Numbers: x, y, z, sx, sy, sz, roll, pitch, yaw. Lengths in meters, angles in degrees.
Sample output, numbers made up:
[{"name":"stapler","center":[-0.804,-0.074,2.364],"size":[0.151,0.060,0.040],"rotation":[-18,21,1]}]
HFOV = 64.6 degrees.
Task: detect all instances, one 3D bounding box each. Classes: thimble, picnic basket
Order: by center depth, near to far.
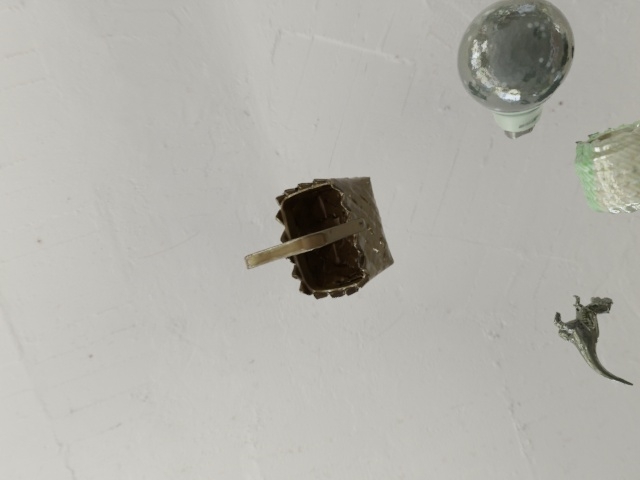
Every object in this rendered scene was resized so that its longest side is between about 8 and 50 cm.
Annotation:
[{"name":"thimble","center":[0.613,-0.152,0.975],"size":[0.219,0.219,0.150],"rotation":[-21,-83,6]},{"name":"picnic basket","center":[0.000,0.000,1.225],"size":[0.254,0.321,0.291],"rotation":[-16,-89,41]}]

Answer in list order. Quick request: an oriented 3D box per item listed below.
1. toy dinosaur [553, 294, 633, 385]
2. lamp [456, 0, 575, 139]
[{"name":"toy dinosaur","center":[0.619,0.196,1.110],"size":[0.187,0.179,0.087],"rotation":[-54,-49,-13]},{"name":"lamp","center":[0.361,-0.288,0.887],"size":[0.314,0.182,0.182],"rotation":[22,-74,-48]}]
